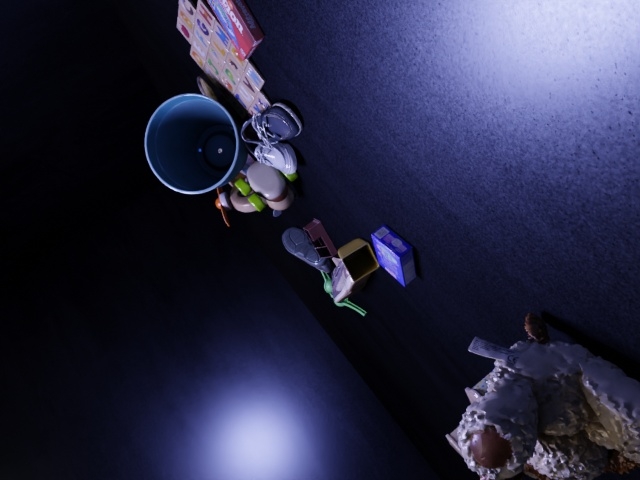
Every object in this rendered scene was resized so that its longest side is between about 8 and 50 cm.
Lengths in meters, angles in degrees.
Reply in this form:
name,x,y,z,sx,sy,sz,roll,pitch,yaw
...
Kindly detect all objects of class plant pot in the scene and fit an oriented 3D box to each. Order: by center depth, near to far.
name,x,y,z,sx,sy,sz,roll,pitch,yaw
plant pot,0.090,0.041,1.179,0.082,0.081,0.083,61,177,-27
plant pot,-0.339,-0.276,1.373,0.272,0.271,0.255,54,-171,0

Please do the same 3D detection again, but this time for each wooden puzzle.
name,x,y,z,sx,sy,sz,roll,pitch,yaw
wooden puzzle,0.072,0.085,1.514,0.116,0.014,0.078,58,163,-18

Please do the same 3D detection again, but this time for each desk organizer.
name,x,y,z,sx,sy,sz,roll,pitch,yaw
desk organizer,0.000,0.000,1.464,0.130,0.050,0.047,60,167,-24

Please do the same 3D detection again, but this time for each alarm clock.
name,x,y,z,sx,sy,sz,roll,pitch,yaw
alarm clock,-0.315,-0.460,1.382,0.129,0.064,0.192,52,168,0

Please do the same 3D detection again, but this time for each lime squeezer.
name,x,y,z,sx,sy,sz,roll,pitch,yaw
lime squeezer,0.057,0.188,1.746,0.310,0.058,0.110,51,168,21

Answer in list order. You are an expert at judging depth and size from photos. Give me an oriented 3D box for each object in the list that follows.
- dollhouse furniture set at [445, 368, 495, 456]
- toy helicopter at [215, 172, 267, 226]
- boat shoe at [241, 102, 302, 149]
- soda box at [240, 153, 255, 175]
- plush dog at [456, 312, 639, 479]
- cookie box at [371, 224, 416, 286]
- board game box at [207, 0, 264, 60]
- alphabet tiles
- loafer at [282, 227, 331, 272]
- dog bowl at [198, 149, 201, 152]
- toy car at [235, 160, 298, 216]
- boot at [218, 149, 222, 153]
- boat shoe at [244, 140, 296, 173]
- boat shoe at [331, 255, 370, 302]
name,x,y,z,sx,sy,sz,roll,pitch,yaw
dollhouse furniture set,0.323,0.308,0.765,0.101,0.181,0.161,61,166,-28
toy helicopter,-0.279,-0.182,1.569,0.355,0.235,0.140,36,159,49
boat shoe,-0.128,-0.275,1.105,0.254,0.079,0.095,23,149,57
soda box,-0.290,-0.296,1.732,0.183,0.063,0.058,50,167,21
plush dog,0.320,0.249,0.629,0.211,0.262,0.226,-81,-23,-58
cookie box,0.159,0.033,0.978,0.092,0.040,0.107,44,164,39
board game box,-0.214,-0.521,0.931,0.281,0.027,0.145,58,166,-16
alphabet tiles,-0.247,-0.448,1.170,0.343,0.011,0.285,51,163,-11
loafer,-0.053,0.042,1.690,0.267,0.096,0.084,38,166,47
dog bowl,-0.444,-0.354,1.750,0.074,0.165,0.298,156,121,-64
toy car,-0.136,-0.149,1.387,0.149,0.155,0.188,47,178,30
boot,-0.323,-0.306,1.585,0.077,0.165,0.213,56,169,-11
boat shoe,-0.142,-0.237,1.246,0.227,0.081,0.079,43,137,46
boat shoe,0.080,0.113,1.371,0.092,0.102,0.285,57,165,14
